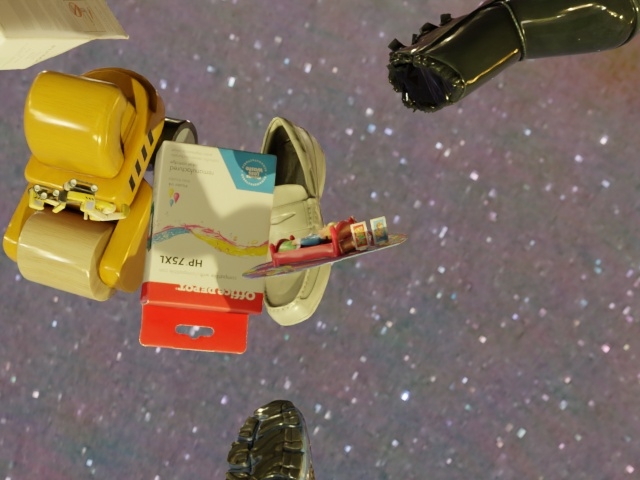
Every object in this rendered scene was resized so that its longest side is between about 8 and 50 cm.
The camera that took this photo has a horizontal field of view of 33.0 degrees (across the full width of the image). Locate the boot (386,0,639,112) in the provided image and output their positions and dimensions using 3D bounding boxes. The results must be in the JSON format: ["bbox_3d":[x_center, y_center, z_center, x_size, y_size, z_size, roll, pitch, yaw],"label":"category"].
[{"bbox_3d":[0.100,-0.105,0.580,0.099,0.045,0.121,-33,-155,-24],"label":"boot"}]

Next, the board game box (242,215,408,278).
[{"bbox_3d":[0.000,0.000,1.068,0.168,0.133,0.033,-15,-84,-14],"label":"board game box"}]

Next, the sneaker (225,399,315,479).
[{"bbox_3d":[-0.034,0.261,1.013,0.083,0.087,0.221,-9,-110,19],"label":"sneaker"}]

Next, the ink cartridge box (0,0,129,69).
[{"bbox_3d":[-0.298,-0.251,1.023,0.181,0.056,0.224,57,-161,1],"label":"ink cartridge box"}]

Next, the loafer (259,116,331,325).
[{"bbox_3d":[-0.050,-0.032,1.510,0.111,0.112,0.319,48,-149,-46],"label":"loafer"}]

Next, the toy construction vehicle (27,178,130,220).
[{"bbox_3d":[-0.275,-0.040,1.226,0.098,0.086,0.035,16,-107,-31],"label":"toy construction vehicle"}]

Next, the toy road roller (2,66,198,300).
[{"bbox_3d":[-0.342,-0.101,1.569,0.202,0.240,0.329,14,-108,19],"label":"toy road roller"}]

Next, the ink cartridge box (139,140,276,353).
[{"bbox_3d":[-0.131,0.011,1.242,0.134,0.078,0.231,6,-96,-15],"label":"ink cartridge box"}]
